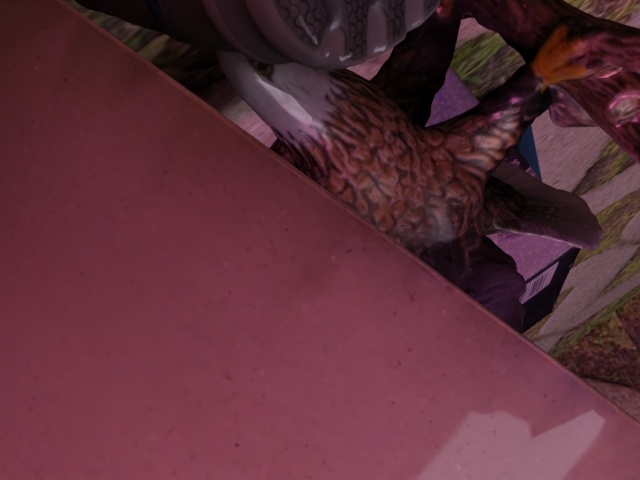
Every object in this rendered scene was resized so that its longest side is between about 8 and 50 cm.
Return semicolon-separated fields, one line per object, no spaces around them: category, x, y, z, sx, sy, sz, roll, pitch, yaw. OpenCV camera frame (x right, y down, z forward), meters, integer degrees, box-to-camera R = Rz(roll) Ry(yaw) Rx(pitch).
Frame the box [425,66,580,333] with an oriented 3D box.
box;0.003;0.034;1.016;0.247;0.142;0.163;-35;166;-10

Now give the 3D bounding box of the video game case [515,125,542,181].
video game case;0.096;-0.007;1.183;0.015;0.119;0.166;10;144;-23

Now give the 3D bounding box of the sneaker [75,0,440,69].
sneaker;0.020;-0.142;0.609;0.115;0.105;0.281;6;-155;33

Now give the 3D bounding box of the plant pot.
plant pot;-0.076;0.099;0.520;0.274;0.256;0.256;-54;166;0

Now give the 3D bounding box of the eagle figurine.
eagle figurine;-0.007;-0.008;0.755;0.298;0.225;0.226;-46;-172;-7
